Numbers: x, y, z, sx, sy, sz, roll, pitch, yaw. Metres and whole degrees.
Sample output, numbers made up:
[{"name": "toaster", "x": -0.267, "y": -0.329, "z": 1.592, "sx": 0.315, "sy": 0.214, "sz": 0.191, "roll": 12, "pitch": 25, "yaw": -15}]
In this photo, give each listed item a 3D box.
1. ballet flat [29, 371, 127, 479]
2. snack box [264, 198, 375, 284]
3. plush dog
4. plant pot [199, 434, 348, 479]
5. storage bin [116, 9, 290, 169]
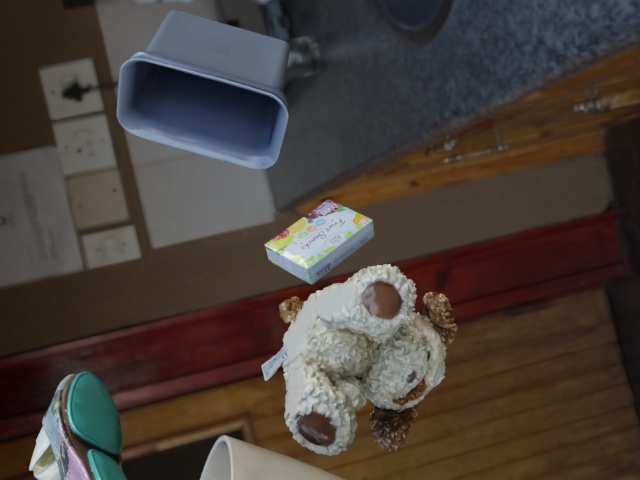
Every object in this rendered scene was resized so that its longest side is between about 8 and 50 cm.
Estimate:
[{"name": "ballet flat", "x": -0.202, "y": 0.195, "z": 0.813, "sx": 0.077, "sy": 0.079, "sz": 0.221, "roll": 42, "pitch": -175, "yaw": -35}, {"name": "snack box", "x": 0.000, "y": 0.000, "z": 1.485, "sx": 0.100, "sy": 0.141, "sz": 0.037, "roll": 28, "pitch": 143, "yaw": 38}, {"name": "plush dog", "x": 0.069, "y": 0.156, "z": 1.318, "sx": 0.262, "sy": 0.225, "sz": 0.210, "roll": -65, "pitch": 27, "yaw": 5}, {"name": "plant pot", "x": 0.007, "y": 0.353, "z": 0.993, "sx": 0.256, "sy": 0.274, "sz": 0.256, "roll": -167, "pitch": 90, "yaw": -77}, {"name": "storage bin", "x": -0.088, "y": -0.127, "z": 0.799, "sx": 0.098, "sy": 0.135, "sz": 0.091, "roll": 108, "pitch": 176, "yaw": -49}]
